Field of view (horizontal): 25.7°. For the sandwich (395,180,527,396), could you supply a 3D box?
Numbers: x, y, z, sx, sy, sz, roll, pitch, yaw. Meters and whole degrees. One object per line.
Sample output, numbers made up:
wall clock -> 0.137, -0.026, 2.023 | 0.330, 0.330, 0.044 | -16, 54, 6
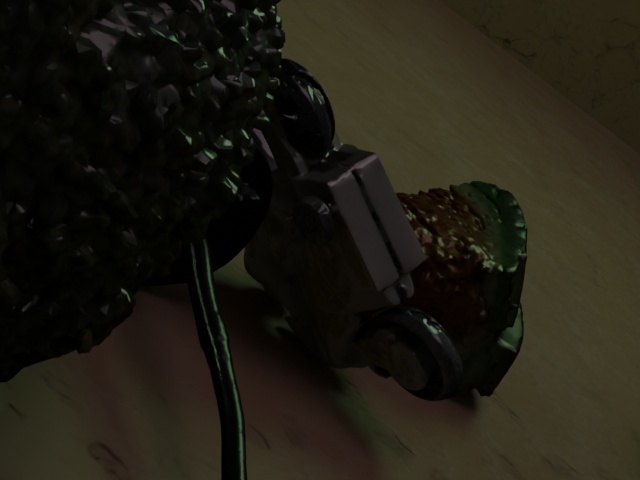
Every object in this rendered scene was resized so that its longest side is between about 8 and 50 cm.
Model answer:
sandwich -> 0.074, 0.018, 1.019 | 0.160, 0.109, 0.185 | 17, 23, -7

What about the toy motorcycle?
toy motorcycle -> 0.000, 0.000, 0.841 | 0.151, 0.074, 0.229 | -13, -70, 59

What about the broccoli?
broccoli -> -0.132, -0.081, 0.523 | 0.288, 0.235, 0.260 | 13, 52, -64

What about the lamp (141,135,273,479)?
lamp -> -0.073, 0.078, 0.639 | 0.371, 0.108, 0.130 | -95, 175, -47
